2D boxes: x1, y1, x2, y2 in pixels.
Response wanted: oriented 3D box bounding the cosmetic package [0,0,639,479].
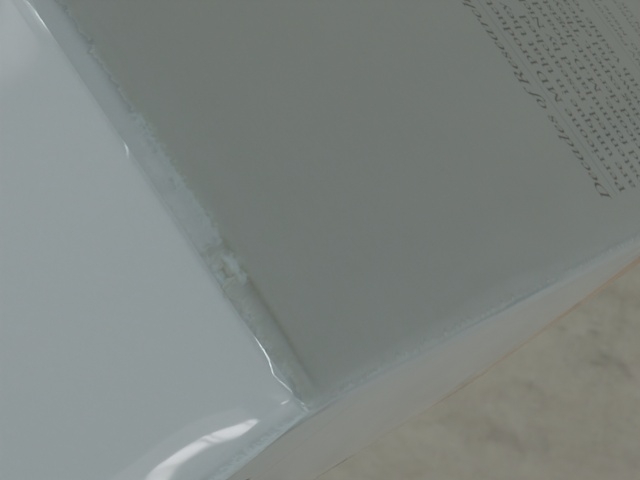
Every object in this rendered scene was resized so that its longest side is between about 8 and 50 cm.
[{"bbox_3d":[0.000,0.000,0.572,0.230,0.453,0.161,-40,78,32],"label":"cosmetic package"}]
